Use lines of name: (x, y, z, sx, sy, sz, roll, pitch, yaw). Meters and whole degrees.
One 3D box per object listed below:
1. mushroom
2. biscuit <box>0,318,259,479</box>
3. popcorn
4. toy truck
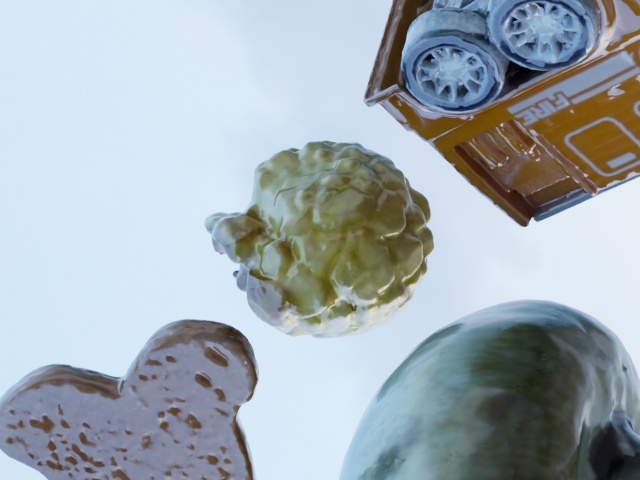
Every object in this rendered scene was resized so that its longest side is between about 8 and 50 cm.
mushroom: (0.153, 0.210, 1.265, 0.352, 0.260, 0.352, 39, -138, -48)
biscuit: (-0.098, 0.211, 1.266, 0.049, 0.205, 0.324, -83, -26, -70)
popcorn: (0.000, 0.000, 1.469, 0.180, 0.170, 0.180, 31, -151, -19)
toy truck: (0.233, -0.162, 1.189, 0.207, 0.387, 0.173, 44, -139, -27)
